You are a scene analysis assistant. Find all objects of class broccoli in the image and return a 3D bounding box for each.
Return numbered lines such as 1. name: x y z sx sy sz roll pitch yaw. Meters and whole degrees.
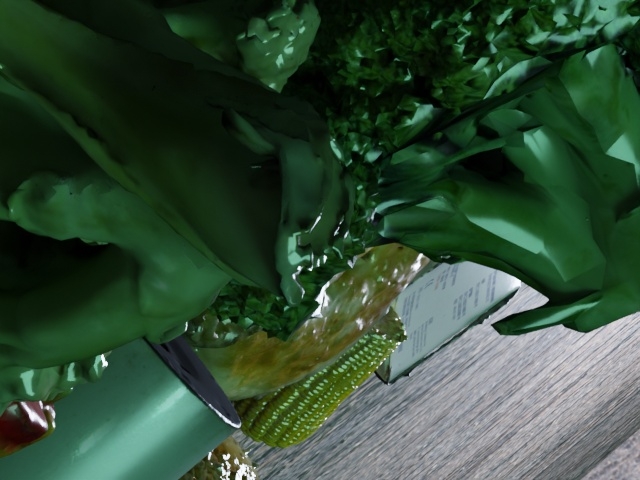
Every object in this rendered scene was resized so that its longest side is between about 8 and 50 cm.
1. broccoli: 0.078 -0.102 1.000 0.413 0.321 0.310 -34 130 -15

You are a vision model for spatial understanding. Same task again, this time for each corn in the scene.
1. corn: -0.001 0.108 1.595 0.085 0.063 0.165 30 123 -29

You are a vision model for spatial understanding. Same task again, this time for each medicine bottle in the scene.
1. medicine bottle: 0.113 0.028 1.677 0.171 0.052 0.201 -36 159 -16

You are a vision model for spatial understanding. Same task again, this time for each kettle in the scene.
1. kettle: -0.202 0.110 1.149 0.236 0.161 0.221 -40 133 2

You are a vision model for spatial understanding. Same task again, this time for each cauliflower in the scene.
1. cauliflower: -0.110 -0.052 0.789 0.260 0.281 0.327 -57 164 -63

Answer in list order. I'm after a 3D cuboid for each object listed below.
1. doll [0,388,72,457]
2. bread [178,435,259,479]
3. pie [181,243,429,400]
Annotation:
1. doll: -0.299 0.123 0.956 0.363 0.160 0.182 -38 159 -3
2. bread: -0.157 0.254 1.415 0.306 0.159 0.305 -24 133 -29
3. pie: 0.000 0.001 1.379 0.339 0.077 0.339 -34 159 -16
